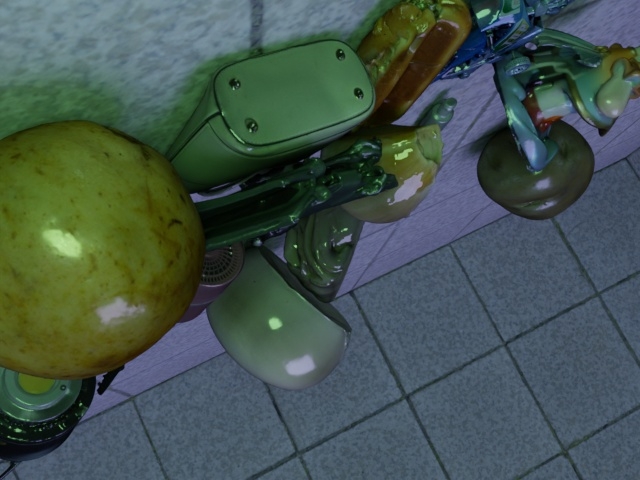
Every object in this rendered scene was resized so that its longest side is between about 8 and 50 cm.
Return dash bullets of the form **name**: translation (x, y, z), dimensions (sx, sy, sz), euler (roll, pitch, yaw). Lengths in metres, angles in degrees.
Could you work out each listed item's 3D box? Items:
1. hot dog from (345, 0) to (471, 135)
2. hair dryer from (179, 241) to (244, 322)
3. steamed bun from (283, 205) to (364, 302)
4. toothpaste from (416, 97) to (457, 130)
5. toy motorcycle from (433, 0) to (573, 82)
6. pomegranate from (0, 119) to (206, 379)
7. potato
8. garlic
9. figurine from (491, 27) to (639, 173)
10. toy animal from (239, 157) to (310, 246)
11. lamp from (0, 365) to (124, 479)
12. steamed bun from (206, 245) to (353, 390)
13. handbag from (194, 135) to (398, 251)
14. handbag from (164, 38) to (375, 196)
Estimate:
- **hot dog**: translation (0.085, -0.206, 0.838), dimensions (0.115, 0.072, 0.269), euler (-22, 170, -26)
- **hair dryer**: translation (-0.315, 0.068, 1.093), dimensions (0.352, 0.126, 0.210), euler (-8, 161, -31)
- **steamed bun**: translation (0.001, -0.002, 1.363), dimensions (0.218, 0.144, 0.211), euler (102, 9, -74)
- **toothpaste**: translation (0.187, -0.192, 1.233), dimensions (0.067, 0.037, 0.255), euler (-24, 172, -18)
- **toy motorcycle**: translation (0.204, -0.257, 0.856), dimensions (0.135, 0.092, 0.254), euler (-10, 171, -29)
- **pomegranate**: translation (-0.241, 0.011, 0.649), dimensions (0.260, 0.261, 0.260), euler (-26, 168, -6)
- **potato**: translation (0.505, -0.166, 1.597), dimensions (0.243, 0.221, 0.326), euler (-43, 151, 25)
- **garlic**: translation (0.080, -0.113, 0.988), dimensions (0.164, 0.145, 0.245), euler (-44, -158, 1)
- **figurine**: translation (0.435, -0.276, 0.926), dimensions (0.387, 0.248, 0.277), euler (-19, -159, 27)
- **toy animal**: translation (-0.066, -0.064, 1.066), dimensions (0.121, 0.094, 0.225), euler (-25, 167, -22)
- **lamp**: translation (-0.530, 0.281, 1.229), dimensions (0.374, 0.205, 0.272), euler (-41, 178, -18)
- **steamed bun**: translation (-0.100, 0.170, 1.427), dimensions (0.206, 0.324, 0.324), euler (-49, 167, 3)
- **handbag**: translation (-0.064, -0.043, 0.822), dimensions (0.260, 0.079, 0.247), euler (-18, -176, 33)
- **handbag**: translation (-0.087, -0.129, 0.848), dimensions (0.241, 0.109, 0.315), euler (-20, 180, -27)
